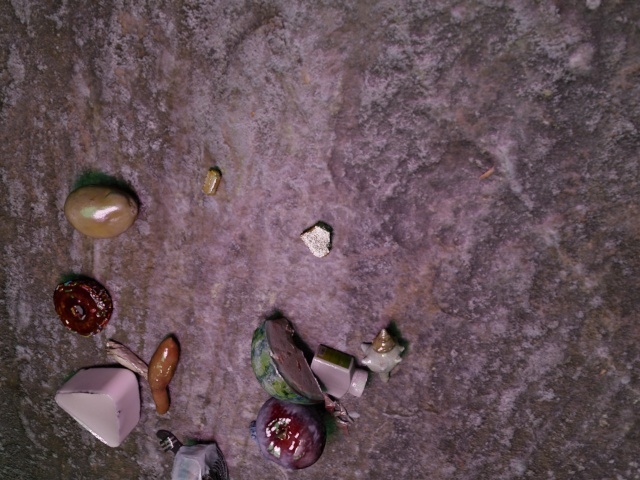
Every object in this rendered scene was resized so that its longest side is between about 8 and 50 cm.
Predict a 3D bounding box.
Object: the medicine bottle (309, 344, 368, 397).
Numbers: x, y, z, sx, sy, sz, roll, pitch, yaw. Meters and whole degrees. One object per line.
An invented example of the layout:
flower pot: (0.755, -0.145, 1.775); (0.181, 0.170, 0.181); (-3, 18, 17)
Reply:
medicine bottle: (0.058, 0.451, 1.518); (0.188, 0.088, 0.132); (20, 115, 7)

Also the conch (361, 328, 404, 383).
conch: (0.185, 0.372, 1.445); (0.137, 0.114, 0.234); (32, 122, 16)

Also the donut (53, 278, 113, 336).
donut: (-0.881, 0.245, 1.688); (0.234, 0.089, 0.235); (5, 111, 13)

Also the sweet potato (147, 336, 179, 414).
sweet potato: (-0.607, 0.524, 1.718); (0.109, 0.109, 0.386); (21, 116, 6)

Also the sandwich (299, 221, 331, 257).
sandwich: (0.000, 0.000, 1.384); (0.093, 0.036, 0.105); (-28, 103, 22)

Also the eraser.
eraser: (-0.889, 0.630, 1.801); (0.330, 0.150, 0.332); (9, 121, 15)

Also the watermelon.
watermelon: (-0.121, 0.415, 1.466); (0.180, 0.224, 0.305); (-25, 74, -19)

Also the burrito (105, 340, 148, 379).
burrito: (-0.745, 0.470, 1.756); (0.229, 0.063, 0.058); (42, 106, -6)

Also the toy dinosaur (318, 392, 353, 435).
toy dinosaur: (0.050, 0.628, 1.624); (0.108, 0.032, 0.220); (-20, 114, 18)

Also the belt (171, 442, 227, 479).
belt: (-0.476, 0.925, 1.786); (0.149, 0.207, 0.258); (-8, 126, 17)

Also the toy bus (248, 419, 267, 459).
toy bus: (-0.217, 0.770, 1.743); (0.065, 0.047, 0.166); (-19, 106, 16)

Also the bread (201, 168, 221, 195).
bread: (-0.337, -0.182, 1.404); (0.049, 0.033, 0.088); (30, 112, 18)

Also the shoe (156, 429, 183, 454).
shoe: (-0.621, 0.868, 1.888); (0.071, 0.049, 0.179); (-41, 96, 24)

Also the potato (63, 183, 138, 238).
potato: (-0.716, -0.095, 1.476); (0.234, 0.160, 0.178); (-12, 147, 5)

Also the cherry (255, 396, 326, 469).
cherry: (-0.098, 0.652, 1.544); (0.254, 0.296, 0.218); (26, 75, 20)
